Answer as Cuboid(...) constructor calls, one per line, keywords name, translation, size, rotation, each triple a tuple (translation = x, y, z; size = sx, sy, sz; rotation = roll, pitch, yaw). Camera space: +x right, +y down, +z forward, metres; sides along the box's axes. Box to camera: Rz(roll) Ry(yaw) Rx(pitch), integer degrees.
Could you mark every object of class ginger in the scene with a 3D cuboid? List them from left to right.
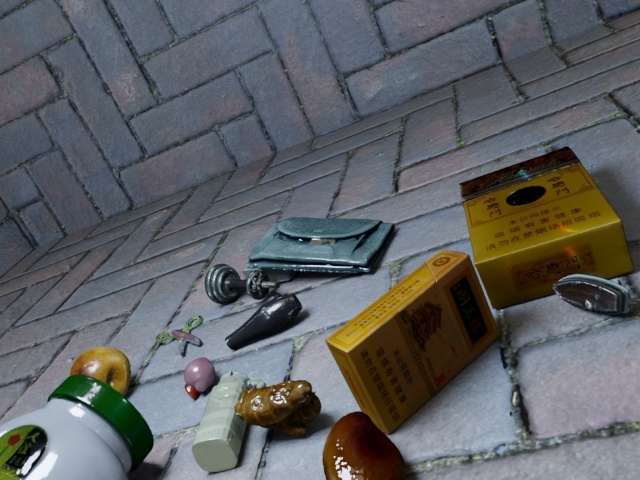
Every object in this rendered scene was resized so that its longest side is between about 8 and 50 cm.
Cuboid(name="ginger", translation=(-0.063, 0.295, 1.074), size=(0.162, 0.103, 0.073), rotation=(-20, 44, 30))

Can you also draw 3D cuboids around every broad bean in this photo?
Cuboid(name="broad bean", translation=(0.061, 0.322, 0.888), size=(0.114, 0.084, 0.165), rotation=(-24, 27, -9))

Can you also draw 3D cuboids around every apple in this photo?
Cuboid(name="apple", translation=(-0.513, 0.320, 1.450), size=(0.147, 0.146, 0.146), rotation=(-22, 21, 9))

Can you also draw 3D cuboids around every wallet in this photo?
Cuboid(name="wallet", translation=(0.000, 0.000, 1.624), size=(0.343, 0.075, 0.237), rotation=(2, 29, 24))

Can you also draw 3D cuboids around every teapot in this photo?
Cuboid(name="teapot", translation=(-0.160, 0.321, 1.146), size=(0.107, 0.077, 0.200), rotation=(-16, 23, 11))

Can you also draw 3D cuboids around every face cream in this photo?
Cuboid(name="face cream", translation=(-0.471, 0.422, 1.038), size=(0.313, 0.219, 0.357), rotation=(7, 37, 27))

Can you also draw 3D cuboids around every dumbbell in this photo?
Cuboid(name="dumbbell", translation=(-0.202, 0.115, 1.637), size=(0.255, 0.110, 0.110), rotation=(-2, 31, 40))

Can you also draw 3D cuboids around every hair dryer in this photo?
Cuboid(name="hair dryer", translation=(-0.130, 0.172, 1.509), size=(0.196, 0.075, 0.219), rotation=(-32, 10, 8))

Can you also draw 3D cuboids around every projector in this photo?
Cuboid(name="projector", translation=(-0.123, 0.070, 1.711), size=(0.147, 0.061, 0.115), rotation=(-9, 25, 36))

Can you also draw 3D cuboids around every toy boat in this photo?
Cuboid(name="toy boat", translation=(0.455, 0.087, 1.041), size=(0.066, 0.059, 0.140), rotation=(-4, 9, -33))

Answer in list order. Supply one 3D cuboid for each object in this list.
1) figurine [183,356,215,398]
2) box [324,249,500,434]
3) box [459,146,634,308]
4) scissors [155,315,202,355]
Cuboid(name="figurine", translation=(-0.261, 0.292, 1.341), size=(0.071, 0.067, 0.083), rotation=(-43, 36, 9))
Cuboid(name="box", translation=(0.159, 0.160, 1.029), size=(0.274, 0.174, 0.076), rotation=(-35, 24, -22))
Cuboid(name="box", translation=(0.437, -0.043, 1.277), size=(0.265, 0.115, 0.415), rotation=(-19, 23, 18))
Cuboid(name="scissors", translation=(-0.352, 0.248, 1.606), size=(0.134, 0.019, 0.187), rotation=(-27, 20, -16))
